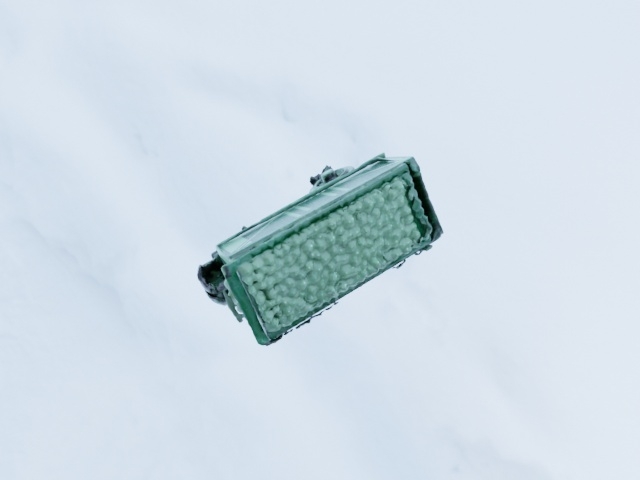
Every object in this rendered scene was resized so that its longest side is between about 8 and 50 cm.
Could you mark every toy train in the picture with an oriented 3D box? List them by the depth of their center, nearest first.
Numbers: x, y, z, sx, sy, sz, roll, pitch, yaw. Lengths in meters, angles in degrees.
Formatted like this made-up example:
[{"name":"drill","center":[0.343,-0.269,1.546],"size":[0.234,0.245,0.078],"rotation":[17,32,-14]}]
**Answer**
[{"name":"toy train","center":[0.000,0.000,0.636],"size":[0.269,0.154,0.115],"rotation":[-29,114,-16]}]
